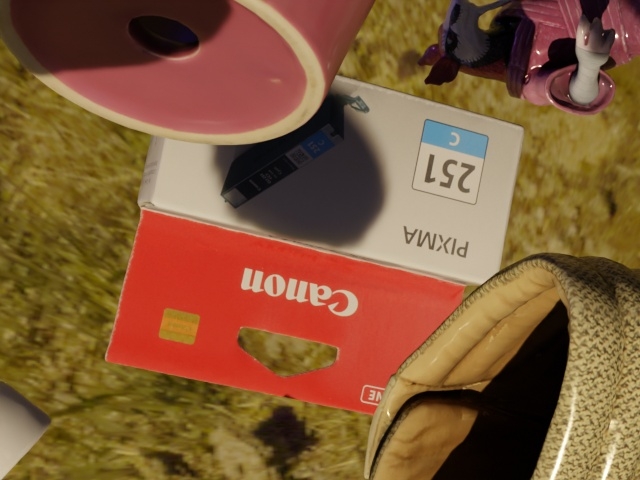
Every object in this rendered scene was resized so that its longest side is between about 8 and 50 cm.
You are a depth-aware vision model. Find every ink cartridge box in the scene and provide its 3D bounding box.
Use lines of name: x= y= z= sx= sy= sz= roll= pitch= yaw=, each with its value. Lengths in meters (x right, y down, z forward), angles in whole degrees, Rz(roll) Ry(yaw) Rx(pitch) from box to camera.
ink cartridge box: x=0.000 y=0.000 z=1.140 sx=0.296 sy=0.066 sz=0.261 roll=13 pitch=85 yaw=-17

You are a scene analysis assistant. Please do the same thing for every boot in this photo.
boot: x=0.100 y=0.106 z=0.451 sx=0.203 sy=0.262 sz=0.095 roll=3 pitch=45 yaw=-24

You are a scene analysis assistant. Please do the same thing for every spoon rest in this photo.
spoon rest: x=-0.332 y=0.226 z=1.171 sx=0.137 sy=0.084 sz=0.276 roll=40 pitch=119 yaw=-13

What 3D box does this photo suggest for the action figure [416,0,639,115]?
action figure: x=0.269 y=-0.219 z=1.344 sx=0.370 sy=0.276 sz=0.248 roll=-18 pitch=60 yaw=17

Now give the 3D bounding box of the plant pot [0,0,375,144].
plant pot: x=-0.042 y=-0.147 z=0.563 sx=0.201 sy=0.201 sz=0.180 roll=11 pitch=66 yaw=8
